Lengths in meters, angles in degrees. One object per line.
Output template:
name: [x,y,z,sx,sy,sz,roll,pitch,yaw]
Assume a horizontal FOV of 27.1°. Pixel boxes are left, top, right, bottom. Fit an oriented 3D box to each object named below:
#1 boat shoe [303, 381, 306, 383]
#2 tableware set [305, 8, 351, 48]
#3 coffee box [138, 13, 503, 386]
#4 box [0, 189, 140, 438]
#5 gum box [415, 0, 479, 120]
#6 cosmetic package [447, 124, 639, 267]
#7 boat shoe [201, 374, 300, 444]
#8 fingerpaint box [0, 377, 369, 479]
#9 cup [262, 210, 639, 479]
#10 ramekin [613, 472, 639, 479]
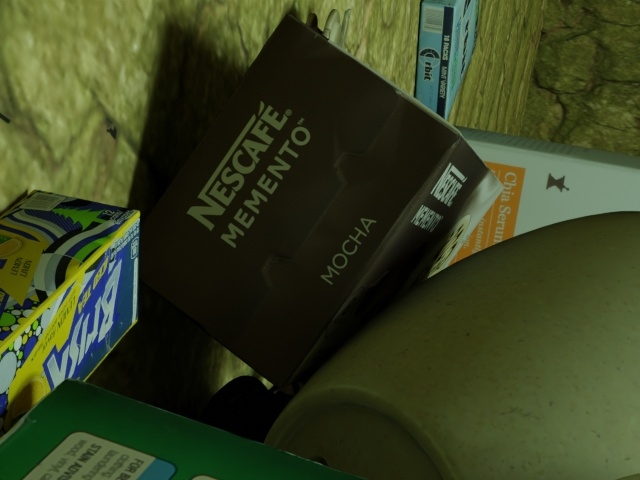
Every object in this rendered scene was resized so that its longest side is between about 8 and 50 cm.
boat shoe: [0.000,0.000,1.047,0.081,0.069,0.227,4,97,-50]
tableware set: [-0.002,-0.176,0.943,0.128,0.039,0.194,-63,163,-73]
coffee box: [0.011,-0.014,0.835,0.168,0.119,0.297,-54,169,4]
box: [-0.128,0.040,0.524,0.169,0.054,0.059,-55,154,-61]
gum box: [0.154,-0.254,1.572,0.184,0.041,0.157,-64,161,-47]
cosmetic package: [0.315,0.011,1.565,0.161,0.453,0.230,-32,131,-74]
boat shoe: [-0.039,0.149,0.901,0.113,0.127,0.340,60,26,-3]
fingerpaint box: [-0.127,0.318,0.379,0.445,0.163,0.371,-45,147,-57]
cup: [0.103,0.148,0.721,0.237,0.331,0.331,-1,104,-42]
ramekin: [0.154,0.229,0.545,0.135,0.277,0.277,-129,-138,-62]
